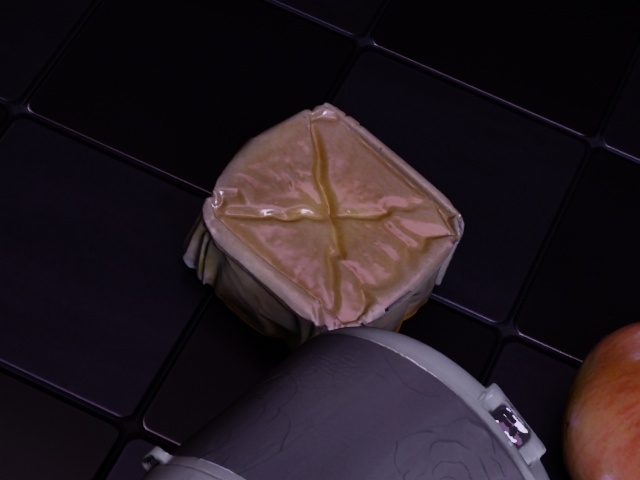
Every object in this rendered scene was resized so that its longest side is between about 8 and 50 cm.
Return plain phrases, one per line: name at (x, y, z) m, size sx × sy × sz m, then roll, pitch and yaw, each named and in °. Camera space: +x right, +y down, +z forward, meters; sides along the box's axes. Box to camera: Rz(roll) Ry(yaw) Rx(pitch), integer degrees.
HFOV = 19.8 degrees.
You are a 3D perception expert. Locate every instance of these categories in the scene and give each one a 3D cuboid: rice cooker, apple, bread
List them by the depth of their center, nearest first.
rice cooker at (0.011, 0.235, 1.348) m, size 0.288 × 0.288 × 0.277 m, roll 39°, pitch 56°, yaw 17°
apple at (0.301, 0.158, 1.524) m, size 0.209 × 0.164 × 0.209 m, roll 6°, pitch 52°, yaw -8°
bread at (0.001, 0.002, 1.617) m, size 0.210 × 0.110 × 0.192 m, roll 38°, pitch 63°, yaw 17°
